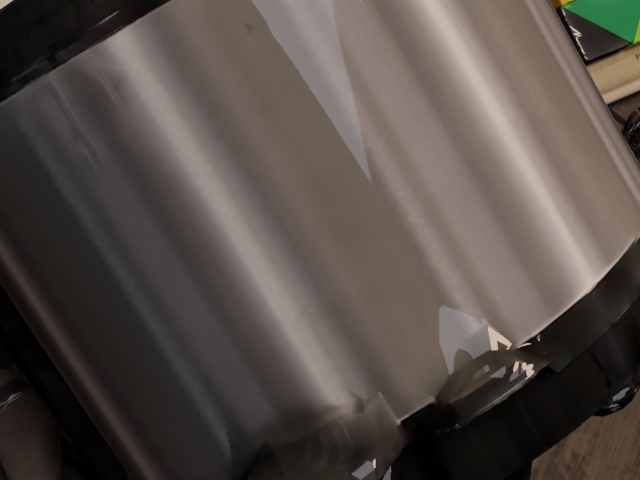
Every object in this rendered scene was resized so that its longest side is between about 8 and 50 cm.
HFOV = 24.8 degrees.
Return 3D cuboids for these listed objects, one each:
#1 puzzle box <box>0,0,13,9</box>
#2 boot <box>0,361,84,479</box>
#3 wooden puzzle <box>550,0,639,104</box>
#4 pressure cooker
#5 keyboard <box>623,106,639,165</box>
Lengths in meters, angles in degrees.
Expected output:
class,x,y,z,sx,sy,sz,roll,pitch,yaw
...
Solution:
class,x,y,z,sx,sy,sz,roll,pitch,yaw
puzzle box,-0.180,-0.300,1.085,0.272,0.052,0.409,-18,80,-27
boot,-0.196,0.129,0.940,0.087,0.042,0.118,43,60,3
wooden puzzle,0.241,-0.243,1.247,0.221,0.044,0.239,-24,82,-27
pressure cooker,0.005,-0.002,0.864,0.370,0.375,0.420,-37,102,-24
keyboard,0.265,-0.044,1.193,0.192,0.038,0.100,-40,90,-29
